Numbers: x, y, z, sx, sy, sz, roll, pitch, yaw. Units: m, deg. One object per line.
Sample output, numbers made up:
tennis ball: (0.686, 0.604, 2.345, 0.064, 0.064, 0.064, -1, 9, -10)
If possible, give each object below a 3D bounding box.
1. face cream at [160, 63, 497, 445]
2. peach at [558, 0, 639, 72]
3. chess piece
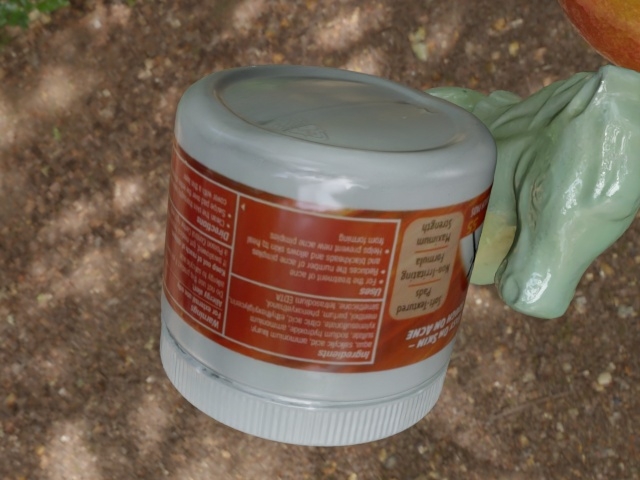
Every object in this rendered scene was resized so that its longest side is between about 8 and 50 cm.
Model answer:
face cream: (0.000, 0.000, 0.612, 0.201, 0.187, 0.201, 7, 25, -3)
peach: (0.414, -0.317, 1.086, 0.308, 0.289, 0.289, 3, 51, 0)
chess piece: (0.145, -0.039, 0.724, 0.176, 0.176, 0.298, -41, 15, -11)
